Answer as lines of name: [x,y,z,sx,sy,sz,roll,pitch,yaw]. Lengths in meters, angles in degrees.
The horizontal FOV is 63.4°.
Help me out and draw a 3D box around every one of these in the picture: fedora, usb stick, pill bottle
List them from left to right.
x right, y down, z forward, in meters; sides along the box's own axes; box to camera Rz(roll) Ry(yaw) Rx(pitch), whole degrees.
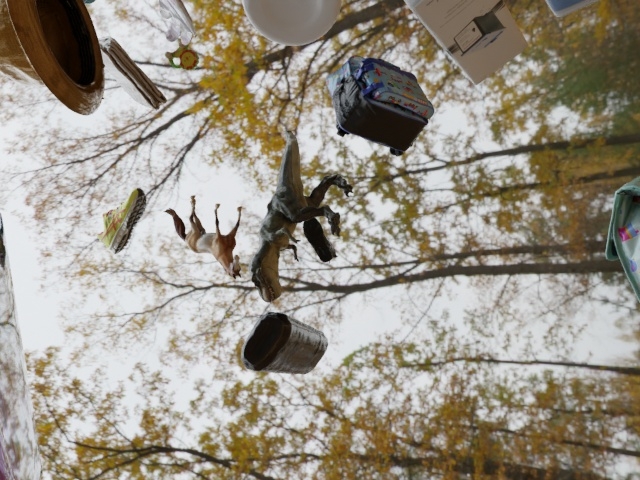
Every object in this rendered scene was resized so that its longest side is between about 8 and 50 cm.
fedora: [-0.309,-0.222,0.569,0.194,0.079,0.194,-12,-90,-89]
usb stick: [-0.040,0.145,0.700,0.077,0.045,0.278,-53,-17,-6]
pill bottle: [-0.066,-0.686,1.285,0.229,0.229,0.407,44,-147,-40]

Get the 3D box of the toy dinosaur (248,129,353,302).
toy dinosaur: [-0.024,-0.049,0.701,0.064,0.118,0.268,58,-142,-58]

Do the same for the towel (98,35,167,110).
towel: [-0.479,-0.407,1.270,0.049,0.282,0.187,-44,-58,-9]

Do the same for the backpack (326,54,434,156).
backpack: [0.094,-0.250,0.890,0.158,0.117,0.173,13,-136,-31]

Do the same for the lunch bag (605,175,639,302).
lunch bag: [0.612,0.001,0.890,0.223,0.160,0.262,-19,-104,-40]

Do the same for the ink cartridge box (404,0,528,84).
ink cartridge box: [0.147,-0.286,0.595,0.191,0.082,0.139,14,-133,-52]

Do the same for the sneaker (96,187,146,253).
sneaker: [-0.571,-0.066,1.469,0.208,0.094,0.081,-58,-1,11]

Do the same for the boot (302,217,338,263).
boot: [0.000,-0.001,1.221,0.121,0.045,0.099,63,-173,0]

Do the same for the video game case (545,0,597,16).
video game case: [0.216,-0.270,0.222,0.300,0.329,0.036,26,-120,-43]

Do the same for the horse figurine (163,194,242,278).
horse figurine: [-0.288,-0.018,1.325,0.066,0.263,0.174,-19,-62,-55]

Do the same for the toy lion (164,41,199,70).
toy lion: [-0.467,-0.621,1.773,0.096,0.100,0.034,61,-163,-5]

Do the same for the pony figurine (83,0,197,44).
pony figurine: [-0.332,-0.506,0.822,0.303,0.351,0.363,18,-89,-5]

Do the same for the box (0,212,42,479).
box: [-0.308,0.116,0.461,0.057,0.201,0.293,-9,-87,-23]
